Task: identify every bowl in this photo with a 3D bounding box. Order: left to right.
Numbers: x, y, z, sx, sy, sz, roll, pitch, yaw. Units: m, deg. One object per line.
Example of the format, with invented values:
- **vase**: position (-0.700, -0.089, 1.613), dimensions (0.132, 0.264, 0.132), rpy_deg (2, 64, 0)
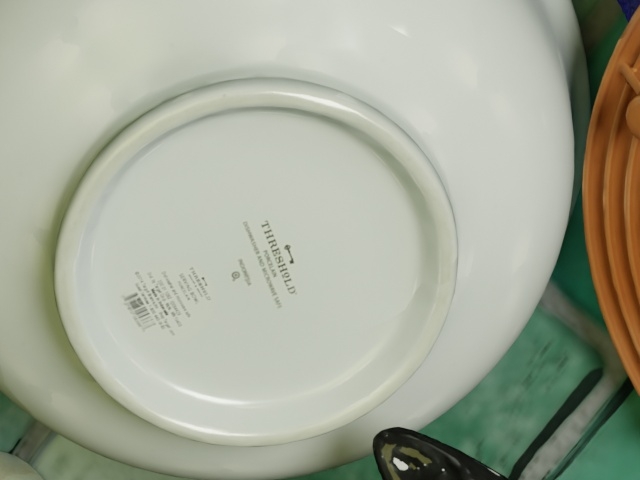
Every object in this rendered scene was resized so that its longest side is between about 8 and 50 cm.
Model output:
- **bowl**: position (-0.028, -0.016, 0.657), dimensions (0.298, 0.134, 0.298), rpy_deg (-3, 115, -6)

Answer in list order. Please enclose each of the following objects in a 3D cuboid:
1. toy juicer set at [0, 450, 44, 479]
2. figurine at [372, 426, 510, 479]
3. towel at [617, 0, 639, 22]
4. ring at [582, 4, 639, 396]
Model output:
- **toy juicer set**: position (-0.190, -0.022, 0.754), dimensions (0.089, 0.209, 0.329), rpy_deg (-8, 90, 32)
- **figurine**: position (0.085, 0.194, 0.637), dimensions (0.209, 0.092, 0.215), rpy_deg (19, 90, -9)
- **towel**: position (0.236, -0.195, 0.655), dimensions (0.308, 0.076, 0.227), rpy_deg (-29, 77, 21)
- **ring**: position (0.239, 0.023, 0.604), dimensions (0.336, 0.032, 0.336), rpy_deg (20, 128, 29)
